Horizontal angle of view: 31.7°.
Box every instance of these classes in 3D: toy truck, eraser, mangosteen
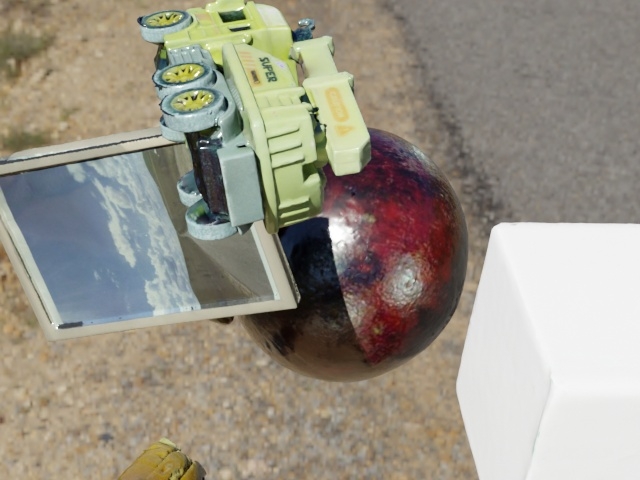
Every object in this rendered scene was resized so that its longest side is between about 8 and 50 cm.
[{"bbox_3d":[-0.034,-0.070,0.586,0.100,0.077,0.169,-12,32,-8],"label":"toy truck"},{"bbox_3d":[0.200,0.046,0.366,0.298,0.076,0.078,0,37,-8],"label":"eraser"},{"bbox_3d":[0.014,0.007,1.242,0.300,0.300,0.300,3,32,-2],"label":"mangosteen"}]

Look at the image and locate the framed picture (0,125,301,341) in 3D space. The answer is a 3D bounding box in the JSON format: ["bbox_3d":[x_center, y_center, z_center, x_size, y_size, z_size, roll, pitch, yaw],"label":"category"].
[{"bbox_3d":[-0.162,-0.006,0.991,0.260,0.189,0.023,-8,28,18],"label":"framed picture"}]

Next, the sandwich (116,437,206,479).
[{"bbox_3d":[-0.252,0.376,1.260,0.099,0.271,0.301,31,16,7],"label":"sandwich"}]
